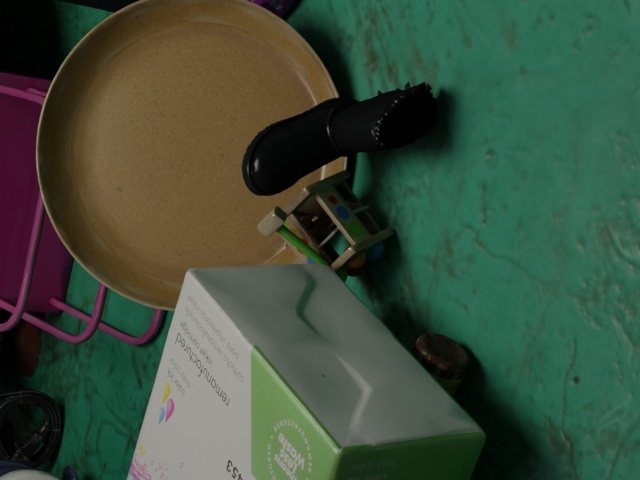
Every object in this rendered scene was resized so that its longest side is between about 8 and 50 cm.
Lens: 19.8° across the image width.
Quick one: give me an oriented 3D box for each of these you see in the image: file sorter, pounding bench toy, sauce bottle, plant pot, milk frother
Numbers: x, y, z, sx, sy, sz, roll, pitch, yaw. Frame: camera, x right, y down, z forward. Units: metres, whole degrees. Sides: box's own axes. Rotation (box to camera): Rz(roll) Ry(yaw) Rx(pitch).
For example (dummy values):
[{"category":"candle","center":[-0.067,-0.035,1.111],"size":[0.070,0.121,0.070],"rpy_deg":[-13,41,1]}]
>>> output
[{"category":"file sorter","center":[-0.269,-0.029,1.457],"size":[0.182,0.290,0.202],"rpy_deg":[20,100,48]},{"category":"pounding bench toy","center":[0.000,0.000,1.275],"size":[0.065,0.083,0.052],"rpy_deg":[53,128,9]},{"category":"sauce bottle","center":[0.058,0.122,1.233],"size":[0.042,0.042,0.128],"rpy_deg":[50,127,42]},{"category":"plant pot","center":[-0.093,-0.065,1.360],"size":[0.236,0.032,0.236],"rpy_deg":[0,89,10]},{"category":"milk frother","center":[-0.301,0.129,1.630],"size":[0.129,0.143,0.135],"rpy_deg":[-25,18,9]}]

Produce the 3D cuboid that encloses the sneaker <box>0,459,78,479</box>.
[{"category":"sneaker","center":[-0.239,0.342,1.518],"size":[0.236,0.130,0.323],"rpy_deg":[160,99,-66]}]

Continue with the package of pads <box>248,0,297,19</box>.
[{"category":"package of pads","center":[-0.045,-0.211,1.413],"size":[0.050,0.032,0.083],"rpy_deg":[-47,51,39]}]

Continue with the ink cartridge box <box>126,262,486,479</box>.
[{"category":"ink cartridge box","center":[-0.041,0.216,1.239],"size":[0.207,0.119,0.354],"rpy_deg":[46,129,43]}]

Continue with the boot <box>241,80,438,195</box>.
[{"category":"boot","center":[0.016,-0.070,1.256],"size":[0.099,0.121,0.045],"rpy_deg":[0,118,50]}]

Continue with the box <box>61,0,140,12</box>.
[{"category":"box","center":[-0.151,-0.283,1.504],"size":[0.156,0.093,0.158],"rpy_deg":[-9,77,49]}]
